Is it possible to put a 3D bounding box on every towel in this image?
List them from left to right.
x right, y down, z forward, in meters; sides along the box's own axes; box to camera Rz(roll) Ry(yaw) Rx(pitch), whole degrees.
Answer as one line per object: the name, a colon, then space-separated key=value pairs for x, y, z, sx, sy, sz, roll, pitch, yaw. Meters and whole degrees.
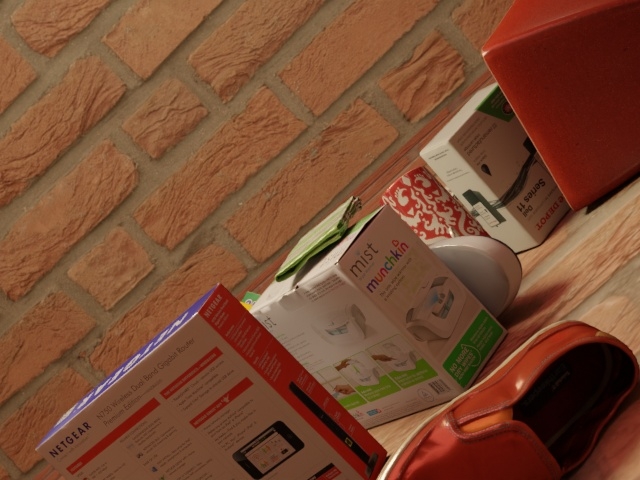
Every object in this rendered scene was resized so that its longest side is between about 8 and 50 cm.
towel: x=0.000 y=0.000 z=1.540 sx=0.113 sy=0.023 sz=0.152 roll=-40 pitch=6 yaw=20

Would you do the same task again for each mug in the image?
mug: x=0.169 y=-0.011 z=1.821 sx=0.113 sy=0.169 sz=0.150 roll=-29 pitch=-17 yaw=-32

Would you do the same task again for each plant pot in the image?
plant pot: x=0.417 y=-0.245 z=1.658 sx=0.236 sy=0.267 sz=0.267 roll=-24 pitch=17 yaw=31

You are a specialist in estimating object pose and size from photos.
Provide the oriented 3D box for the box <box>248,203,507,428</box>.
box: x=0.063 y=0.110 z=1.544 sx=0.127 sy=0.231 sz=0.262 roll=-48 pitch=8 yaw=-34

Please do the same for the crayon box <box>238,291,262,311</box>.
crayon box: x=-0.168 y=0.221 z=2.137 sx=0.203 sy=0.083 sz=0.323 roll=11 pitch=63 yaw=44

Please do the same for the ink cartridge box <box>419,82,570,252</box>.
ink cartridge box: x=0.273 y=-0.106 z=1.739 sx=0.153 sy=0.208 sz=0.087 roll=-48 pitch=12 yaw=-24

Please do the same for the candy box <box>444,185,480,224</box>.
candy box: x=0.188 y=-0.006 z=2.151 sx=0.233 sy=0.071 sz=0.159 roll=-40 pitch=9 yaw=27

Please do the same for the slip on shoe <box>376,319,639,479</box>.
slip on shoe: x=0.158 y=0.191 z=1.053 sx=0.331 sy=0.123 sz=0.101 roll=-41 pitch=10 yaw=-19

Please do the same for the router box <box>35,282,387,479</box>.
router box: x=-0.139 y=0.262 z=1.484 sx=0.335 sy=0.301 sz=0.082 roll=-39 pitch=9 yaw=28

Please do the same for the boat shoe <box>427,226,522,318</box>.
boat shoe: x=0.182 y=0.066 z=1.644 sx=0.156 sy=0.136 sz=0.367 roll=-36 pitch=-5 yaw=-35
